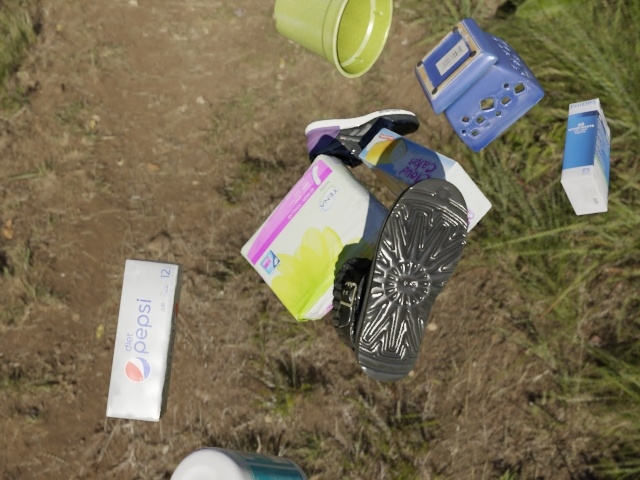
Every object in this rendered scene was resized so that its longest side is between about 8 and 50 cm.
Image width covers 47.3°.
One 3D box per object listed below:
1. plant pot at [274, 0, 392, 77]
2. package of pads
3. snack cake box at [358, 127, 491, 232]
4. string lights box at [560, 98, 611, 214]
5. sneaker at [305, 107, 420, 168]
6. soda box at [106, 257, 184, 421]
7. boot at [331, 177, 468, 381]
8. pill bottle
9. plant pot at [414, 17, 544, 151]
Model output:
[{"bbox_3d":[0.021,-0.622,2.028,0.253,0.276,0.276,27,48,28],"label":"plant pot"},{"bbox_3d":[0.000,0.000,1.536,0.229,0.296,0.101,48,18,25],"label":"package of pads"},{"bbox_3d":[0.215,-0.128,1.538,0.089,0.152,0.264,-49,37,-3],"label":"snack cake box"},{"bbox_3d":[0.655,-0.206,1.788,0.076,0.133,0.260,-8,48,34],"label":"string lights box"},{"bbox_3d":[0.108,-0.236,1.798,0.283,0.107,0.124,-9,69,7],"label":"sneaker"},{"bbox_3d":[-0.320,0.178,1.342,0.098,0.091,0.286,6,89,-2],"label":"soda box"},{"bbox_3d":[0.119,0.051,1.253,0.131,0.348,0.260,21,6,-8],"label":"boot"},{"bbox_3d":[-0.109,0.415,1.166,0.146,0.264,0.146,-13,65,29],"label":"pill bottle"},{"bbox_3d":[0.389,-0.411,1.873,0.212,0.236,0.236,29,32,-33],"label":"plant pot"}]
